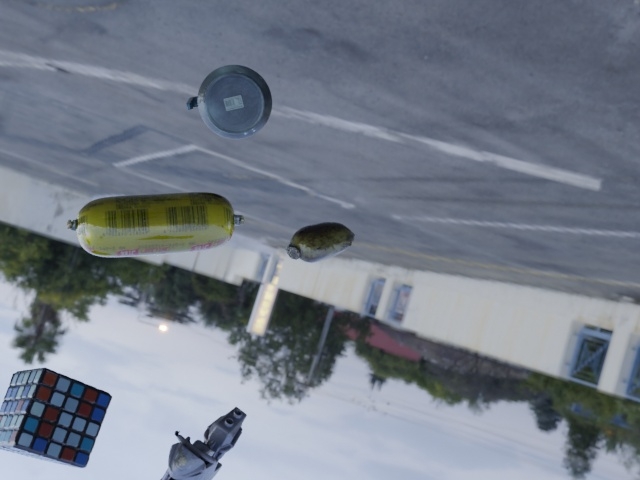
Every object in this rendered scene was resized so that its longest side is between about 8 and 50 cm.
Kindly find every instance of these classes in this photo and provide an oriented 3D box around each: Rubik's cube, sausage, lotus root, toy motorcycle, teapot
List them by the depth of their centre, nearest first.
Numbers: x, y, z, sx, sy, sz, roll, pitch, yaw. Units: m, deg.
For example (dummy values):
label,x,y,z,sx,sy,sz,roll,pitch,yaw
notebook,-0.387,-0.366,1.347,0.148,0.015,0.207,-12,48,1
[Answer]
label,x,y,z,sx,sy,sz,roll,pitch,yaw
toy motorcycle,-0.194,0.341,1.274,0.080,0.123,0.215,35,-143,13
sausage,-0.325,-0.032,1.567,0.346,0.123,0.123,-3,-179,-13
lotus root,0.000,0.000,1.786,0.179,0.081,0.089,-18,-148,-33
Rubik's cube,-0.623,0.410,1.808,0.187,0.184,0.182,29,153,-34
teapot,-0.219,-0.338,1.885,0.203,0.171,0.225,-7,-164,-2
